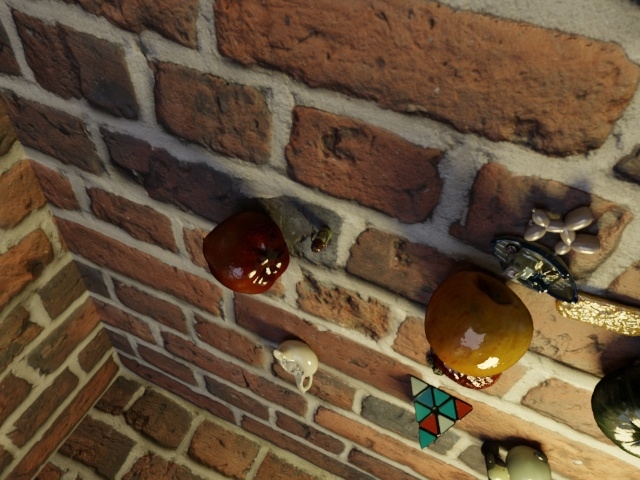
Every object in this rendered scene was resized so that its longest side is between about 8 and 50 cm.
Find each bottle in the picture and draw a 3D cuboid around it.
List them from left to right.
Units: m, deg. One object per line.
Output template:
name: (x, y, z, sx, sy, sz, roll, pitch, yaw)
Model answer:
bottle: (0.001, 0.000, 1.471, 0.063, 0.101, 0.047, -2, 128, 32)

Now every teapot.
teapot: (-0.107, 0.553, 2.052, 0.204, 0.139, 0.298, -12, 122, 36)

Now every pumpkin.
pumpkin: (0.956, 0.492, 1.304, 0.300, 0.207, 0.300, 18, 125, 27)

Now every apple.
apple: (0.438, 0.243, 1.295, 0.299, 0.299, 0.275, 31, 121, 1)

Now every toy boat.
toy boat: (0.565, 0.083, 1.201, 0.262, 0.115, 0.114, 29, 139, 3)

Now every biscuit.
biscuit: (0.787, 0.206, 1.253, 0.247, 0.029, 0.118, 16, 137, 17)

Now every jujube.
jujube: (0.487, 0.395, 1.506, 0.243, 0.183, 0.183, 30, 140, -15)

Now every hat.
hat: (0.449, 0.482, 1.711, 0.121, 0.050, 0.121, 17, 140, 15)

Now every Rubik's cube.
Rubik's cube: (0.458, 0.646, 1.853, 0.250, 0.284, 0.234, -30, 90, 19)

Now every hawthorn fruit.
hawthorn fruit: (-0.259, 0.051, 1.559, 0.311, 0.295, 0.295, -24, 115, 45)

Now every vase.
vase: (0.764, 0.978, 1.973, 0.115, 0.115, 0.237, -7, 122, 36)

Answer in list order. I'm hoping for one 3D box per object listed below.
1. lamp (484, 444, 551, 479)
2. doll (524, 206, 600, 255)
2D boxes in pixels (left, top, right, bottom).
lamp: (0.798, 0.931, 1.827, 0.243, 0.198, 0.198, -8, 127, 15)
doll: (0.592, -0.025, 1.123, 0.160, 0.059, 0.161, -12, 124, 37)
